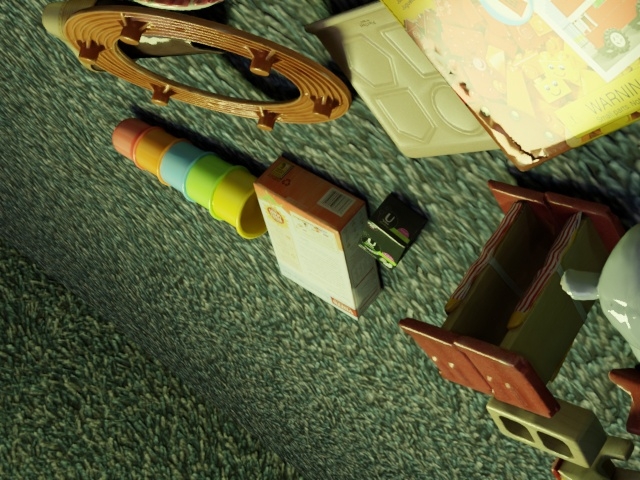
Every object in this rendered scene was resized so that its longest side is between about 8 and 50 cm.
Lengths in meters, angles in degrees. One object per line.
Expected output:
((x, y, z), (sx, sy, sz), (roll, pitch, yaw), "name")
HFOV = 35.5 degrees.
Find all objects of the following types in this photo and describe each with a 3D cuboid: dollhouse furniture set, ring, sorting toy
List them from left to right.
((-0.130, -0.186, 1.153), (0.336, 0.032, 0.336), (14, 172, 2), "ring")
((0.101, -0.168, 1.035), (0.208, 0.038, 0.193), (47, 158, -24), "sorting toy")
((0.268, 0.135, 1.116), (0.152, 0.201, 0.374), (16, 153, 45), "dollhouse furniture set")

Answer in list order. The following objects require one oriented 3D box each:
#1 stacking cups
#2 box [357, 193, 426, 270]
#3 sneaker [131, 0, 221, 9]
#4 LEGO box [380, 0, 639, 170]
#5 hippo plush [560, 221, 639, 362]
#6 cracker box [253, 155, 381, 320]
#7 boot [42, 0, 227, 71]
((-0.198, -0.111, 1.562), (0.316, 0.096, 0.096), (31, 156, 35), "stacking cups")
((0.092, -0.010, 1.305), (0.062, 0.052, 0.083), (37, 156, 7), "box")
((-0.215, -0.334, 1.160), (0.299, 0.121, 0.112), (20, -175, 26), "sneaker")
((0.169, -0.285, 0.463), (0.372, 0.193, 0.500), (49, 157, -6), "LEGO box")
((0.326, 0.005, 0.717), (0.234, 0.236, 0.294), (12, 144, 50), "hippo plush")
((0.000, 0.000, 1.453), (0.155, 0.067, 0.232), (30, 154, 27), "cracker box")
((-0.216, -0.254, 1.291), (0.206, 0.090, 0.248), (10, -175, 12), "boot")
